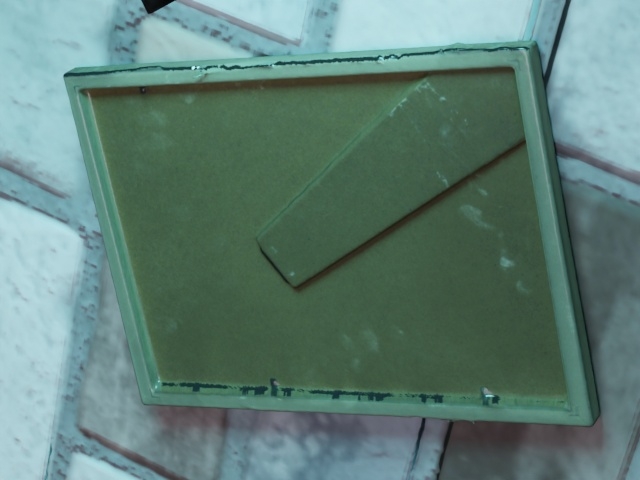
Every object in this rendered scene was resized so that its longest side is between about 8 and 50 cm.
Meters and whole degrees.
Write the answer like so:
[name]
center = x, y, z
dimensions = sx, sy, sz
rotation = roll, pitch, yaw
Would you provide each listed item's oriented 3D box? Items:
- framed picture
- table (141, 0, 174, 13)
[framed picture]
center = 0.000, 0.000, 0.884
dimensions = 0.250, 0.016, 0.184
rotation = -1, 112, 30
[table]
center = 0.090, -0.206, 0.586
dimensions = 0.317, 0.249, 0.317
rotation = 13, 119, 24
